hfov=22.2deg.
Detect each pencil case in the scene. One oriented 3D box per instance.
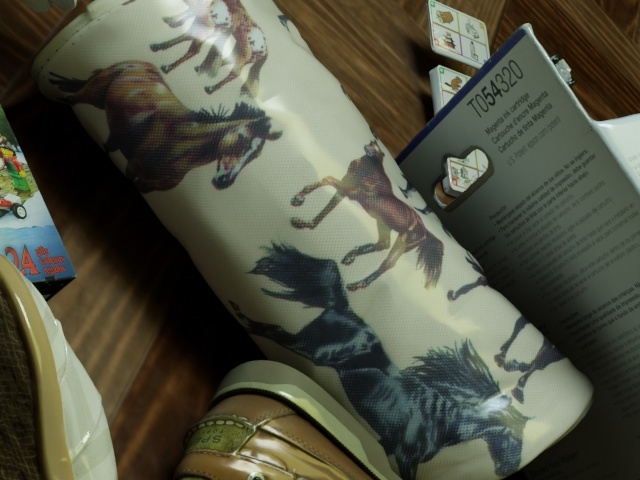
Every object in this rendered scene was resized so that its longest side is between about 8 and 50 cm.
[{"bbox_3d":[0.000,0.000,1.051,0.410,0.160,0.183,51,13,-4],"label":"pencil case"}]

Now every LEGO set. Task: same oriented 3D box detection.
[{"bbox_3d":[0.174,-0.098,1.468,0.244,0.060,0.182,14,62,-41],"label":"LEGO set"}]

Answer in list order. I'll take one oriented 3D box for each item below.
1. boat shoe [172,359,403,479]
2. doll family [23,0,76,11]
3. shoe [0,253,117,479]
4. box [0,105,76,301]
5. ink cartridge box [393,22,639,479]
[{"bbox_3d":[0.038,0.208,0.974,0.307,0.111,0.104,38,44,-7],"label":"boat shoe"},{"bbox_3d":[-0.167,-0.212,0.993,0.163,0.263,0.118,-58,136,-32],"label":"doll family"},{"bbox_3d":[-0.149,0.111,0.850,0.058,0.076,0.219,-4,77,-67],"label":"shoe"},{"bbox_3d":[-0.257,-0.029,0.875,0.233,0.044,0.159,-7,67,-52],"label":"box"},{"bbox_3d":[0.182,0.046,1.096,0.071,0.324,0.330,-28,82,-25],"label":"ink cartridge box"}]
